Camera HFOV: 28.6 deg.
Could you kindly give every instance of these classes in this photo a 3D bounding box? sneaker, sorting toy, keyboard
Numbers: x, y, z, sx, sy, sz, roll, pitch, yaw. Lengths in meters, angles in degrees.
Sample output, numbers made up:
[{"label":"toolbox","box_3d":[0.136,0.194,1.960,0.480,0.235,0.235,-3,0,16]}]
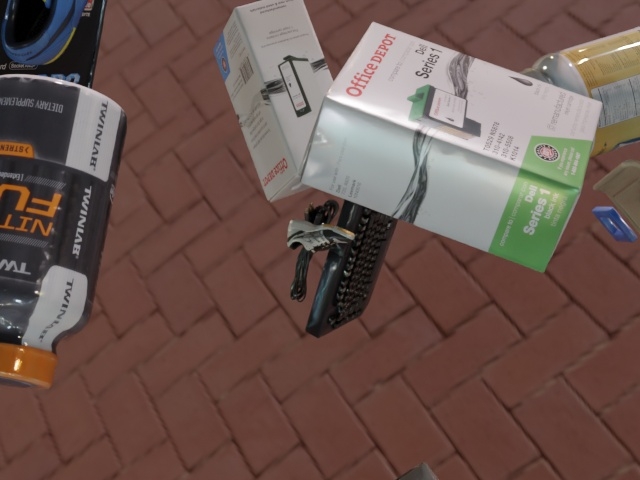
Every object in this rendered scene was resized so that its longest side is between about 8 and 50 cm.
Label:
[{"label":"sneaker","box_3d":[0.000,0.000,1.414,0.083,0.032,0.037,7,79,31]},{"label":"sorting toy","box_3d":[0.477,-0.033,1.729,0.047,0.348,0.196,-43,85,-7]},{"label":"sneaker","box_3d":[-0.245,-0.265,1.187,0.069,0.082,0.209,22,91,2]},{"label":"keyboard","box_3d":[0.038,0.007,1.716,0.201,0.317,0.033,-19,47,-40]}]

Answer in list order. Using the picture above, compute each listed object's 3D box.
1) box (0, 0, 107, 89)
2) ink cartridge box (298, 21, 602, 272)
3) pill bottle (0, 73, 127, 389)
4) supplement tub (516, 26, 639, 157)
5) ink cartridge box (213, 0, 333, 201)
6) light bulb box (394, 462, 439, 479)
[{"label":"box","box_3d":[-0.385,-0.159,1.404,0.073,0.295,0.293,25,110,31]},{"label":"ink cartridge box","box_3d":[0.111,-0.084,1.060,0.219,0.093,0.160,21,37,5]},{"label":"pill bottle","box_3d":[-0.244,-0.003,1.041,0.130,0.130,0.246,0,74,30]},{"label":"supplement tub","box_3d":[0.356,-0.184,1.616,0.199,0.144,0.144,-18,42,-12]},{"label":"ink cartridge box","box_3d":[-0.043,-0.163,1.454,0.086,0.203,0.148,-19,-4,-18]},{"label":"light bulb box","box_3d":[0.127,0.438,0.978,0.225,0.358,0.361,-34,37,3]}]
